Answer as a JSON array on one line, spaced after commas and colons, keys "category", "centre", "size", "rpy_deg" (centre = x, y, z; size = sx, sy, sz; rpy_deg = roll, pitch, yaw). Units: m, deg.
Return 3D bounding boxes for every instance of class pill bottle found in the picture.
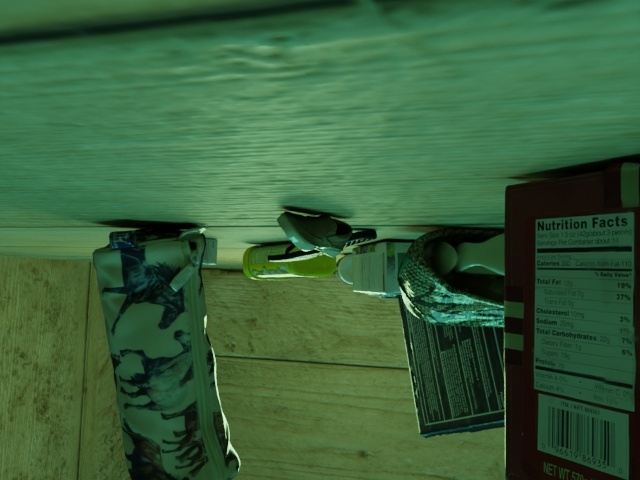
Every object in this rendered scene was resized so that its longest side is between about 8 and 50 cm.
[{"category": "pill bottle", "centre": [0.078, 0.076, 1.521], "size": [0.078, 0.078, 0.137], "rpy_deg": [2, 176, -4]}]

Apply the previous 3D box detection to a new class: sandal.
[{"category": "sandal", "centre": [0.000, 0.000, 0.881], "size": [0.179, 0.040, 0.067], "rpy_deg": [-17, 174, 24]}]

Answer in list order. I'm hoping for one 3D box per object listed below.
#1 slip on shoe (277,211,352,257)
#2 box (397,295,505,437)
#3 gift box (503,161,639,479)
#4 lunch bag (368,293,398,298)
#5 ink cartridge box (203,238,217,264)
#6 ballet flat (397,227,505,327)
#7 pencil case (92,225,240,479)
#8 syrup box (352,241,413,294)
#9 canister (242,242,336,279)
[{"category": "slip on shoe", "centre": [-0.002, -0.012, 0.670], "size": [0.041, 0.051, 0.135], "rpy_deg": [-41, 152, 14]}, {"category": "box", "centre": [0.310, 0.192, 1.072], "size": [0.182, 0.296, 0.294], "rpy_deg": [3, 158, -24]}, {"category": "gift box", "centre": [0.290, 0.087, 0.404], "size": [0.258, 0.276, 0.255], "rpy_deg": [3, -179, -31]}, {"category": "lunch bag", "centre": [0.222, 0.085, 1.396], "size": [0.224, 0.108, 0.279], "rpy_deg": [1, 175, 11]}, {"category": "ink cartridge box", "centre": [-0.215, 0.023, 1.112], "size": [0.028, 0.048, 0.083], "rpy_deg": [3, 176, -16]}, {"category": "ballet flat", "centre": [0.345, 0.050, 0.759], "size": [0.482, 0.164, 0.182], "rpy_deg": [3, 155, 6]}, {"category": "pencil case", "centre": [-0.224, 0.182, 0.864], "size": [0.160, 0.410, 0.183], "rpy_deg": [-9, 180, -45]}, {"category": "syrup box", "centre": [0.134, 0.055, 1.107], "size": [0.093, 0.096, 0.237], "rpy_deg": [0, 175, -11]}, {"category": "canister", "centre": [-0.064, 0.043, 1.185], "size": [0.126, 0.073, 0.170], "rpy_deg": [4, 173, -36]}]
